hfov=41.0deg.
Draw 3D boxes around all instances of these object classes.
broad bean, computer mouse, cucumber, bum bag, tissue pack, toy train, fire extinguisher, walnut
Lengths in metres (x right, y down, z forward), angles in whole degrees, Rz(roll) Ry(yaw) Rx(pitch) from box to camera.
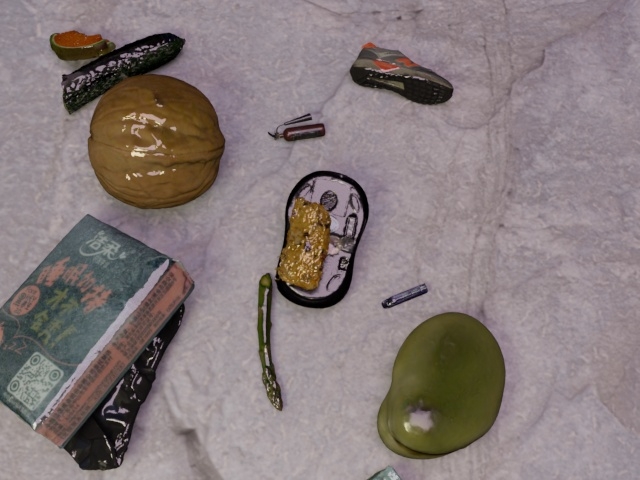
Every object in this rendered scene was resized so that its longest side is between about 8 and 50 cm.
[{"bbox_3d":[0.203,0.233,1.376,0.189,0.121,0.263,32,69,3],"label":"broad bean"},{"bbox_3d":[0.000,0.000,1.440,0.137,0.096,0.233,15,82,7],"label":"computer mouse"},{"bbox_3d":[-0.353,-0.309,1.519,0.245,0.067,0.067,-32,78,-17],"label":"cucumber"},{"bbox_3d":[-0.319,0.205,1.344,0.137,0.074,0.310,13,64,13],"label":"bum bag"},{"bbox_3d":[-0.373,0.126,1.305,0.228,0.103,0.315,26,69,33],"label":"tissue pack"},{"bbox_3d":[0.144,0.096,1.467,0.083,0.017,0.017,-21,74,-12],"label":"toy train"},{"bbox_3d":[-0.041,-0.200,1.527,0.100,0.046,0.032,-9,60,-11],"label":"fire extinguisher"},{"bbox_3d":[-0.267,-0.161,1.408,0.228,0.228,0.228,2,72,-6],"label":"walnut"}]

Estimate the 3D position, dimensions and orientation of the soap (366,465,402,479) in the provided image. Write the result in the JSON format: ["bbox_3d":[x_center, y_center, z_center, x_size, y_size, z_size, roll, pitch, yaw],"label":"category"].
[{"bbox_3d":[0.121,0.460,1.319,0.115,0.063,0.198,-33,79,-17],"label":"soap"}]

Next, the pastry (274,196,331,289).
[{"bbox_3d":[-0.023,0.005,1.365,0.080,0.056,0.140,16,87,15],"label":"pastry"}]

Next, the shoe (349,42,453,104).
[{"bbox_3d":[0.154,-0.312,1.577,0.195,0.074,0.077,14,66,0],"label":"shoe"}]

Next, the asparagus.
[{"bbox_3d":[-0.087,0.164,1.411,0.034,0.027,0.236,-6,72,2],"label":"asparagus"}]

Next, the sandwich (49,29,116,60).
[{"bbox_3d":[-0.429,-0.342,1.511,0.135,0.029,0.067,13,44,28],"label":"sandwich"}]
